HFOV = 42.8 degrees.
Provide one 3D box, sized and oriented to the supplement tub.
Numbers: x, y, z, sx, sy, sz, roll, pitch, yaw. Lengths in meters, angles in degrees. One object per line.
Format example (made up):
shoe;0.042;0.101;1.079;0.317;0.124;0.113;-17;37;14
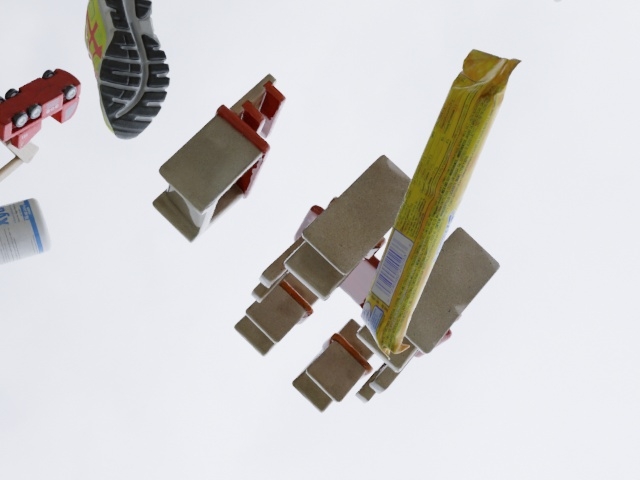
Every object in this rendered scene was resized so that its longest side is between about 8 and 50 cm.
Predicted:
supplement tub;-0.382;-0.006;0.976;0.107;0.071;0.071;-18;-130;-22

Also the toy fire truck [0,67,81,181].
toy fire truck;-0.396;-0.133;1.069;0.047;0.135;0.192;35;-134;9

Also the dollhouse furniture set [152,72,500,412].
dollhouse furniture set;0.000;0.000;0.676;0.259;0.262;0.135;44;-115;3

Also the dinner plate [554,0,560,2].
dinner plate;0.180;-0.228;0.540;0.017;0.141;0.141;10;-109;2

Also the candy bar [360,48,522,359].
candy bar;0.055;-0.017;0.408;0.040;0.018;0.161;44;-61;57

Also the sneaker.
sneaker;-0.230;-0.212;0.943;0.094;0.081;0.208;-19;-108;53
